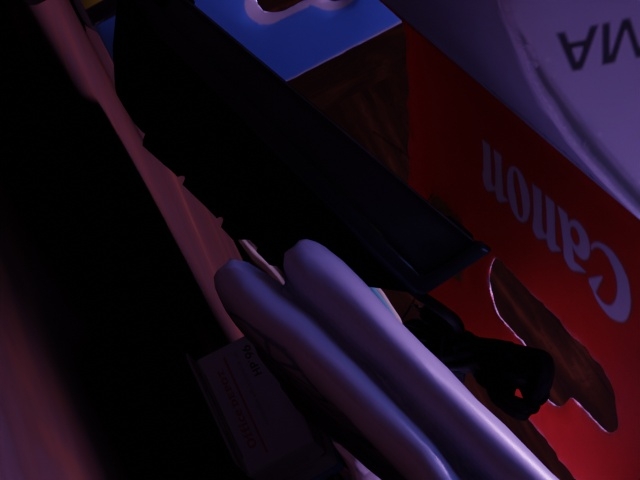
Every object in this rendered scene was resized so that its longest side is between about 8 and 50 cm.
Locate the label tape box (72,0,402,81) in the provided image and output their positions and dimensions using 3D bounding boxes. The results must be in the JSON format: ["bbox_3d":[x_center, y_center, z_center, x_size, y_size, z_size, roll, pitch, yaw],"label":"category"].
[{"bbox_3d":[-0.055,-0.256,0.828,0.347,0.249,0.115,62,1,0],"label":"label tape box"}]

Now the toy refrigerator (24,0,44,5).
[{"bbox_3d":[-0.131,-0.212,0.541,0.102,0.094,0.269,50,10,-51],"label":"toy refrigerator"}]

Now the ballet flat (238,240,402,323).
[{"bbox_3d":[-0.018,0.011,1.054,0.248,0.086,0.086,65,2,30],"label":"ballet flat"}]

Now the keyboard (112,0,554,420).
[{"bbox_3d":[0.000,0.000,0.548,0.201,0.033,0.317,39,-4,-6],"label":"keyboard"}]

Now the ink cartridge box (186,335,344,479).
[{"bbox_3d":[-0.019,0.064,0.564,0.048,0.028,0.083,63,2,20],"label":"ink cartridge box"}]

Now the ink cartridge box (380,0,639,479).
[{"bbox_3d":[0.038,-0.083,0.518,0.308,0.091,0.385,-126,-153,-60],"label":"ink cartridge box"}]

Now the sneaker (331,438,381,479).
[{"bbox_3d":[0.031,0.112,0.849,0.178,0.072,0.077,68,-11,-20],"label":"sneaker"}]

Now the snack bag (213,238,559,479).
[{"bbox_3d":[0.106,0.141,0.485,0.323,0.037,0.342,44,-4,11],"label":"snack bag"}]
